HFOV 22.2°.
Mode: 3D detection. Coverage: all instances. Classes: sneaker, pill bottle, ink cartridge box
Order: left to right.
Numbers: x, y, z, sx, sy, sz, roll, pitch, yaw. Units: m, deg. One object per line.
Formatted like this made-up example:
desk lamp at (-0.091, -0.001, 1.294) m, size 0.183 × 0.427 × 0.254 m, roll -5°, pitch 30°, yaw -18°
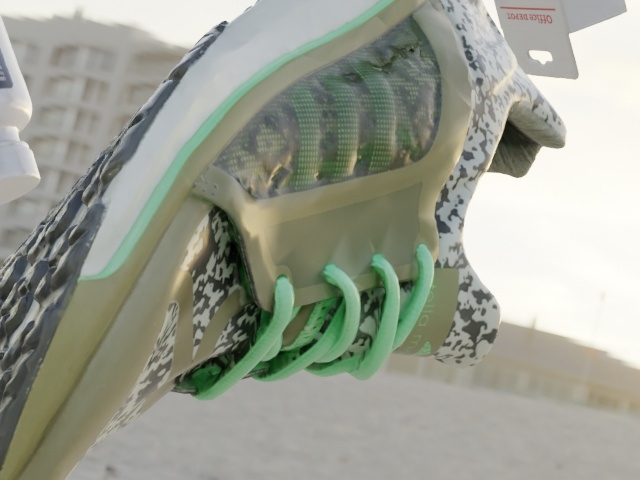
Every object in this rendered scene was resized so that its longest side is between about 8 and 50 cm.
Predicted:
pill bottle at (-0.275, -0.115, 1.209) m, size 0.108 × 0.180 × 0.108 m, roll -20°, pitch -8°, yaw -3°
sneaker at (0.000, 0.000, 0.672) m, size 0.182 × 0.410 × 0.158 m, roll 42°, pitch -41°, yaw -5°
ink cartridge box at (0.180, -0.224, 1.290) m, size 0.060 × 0.180 × 0.104 m, roll -23°, pitch 18°, yaw -20°
